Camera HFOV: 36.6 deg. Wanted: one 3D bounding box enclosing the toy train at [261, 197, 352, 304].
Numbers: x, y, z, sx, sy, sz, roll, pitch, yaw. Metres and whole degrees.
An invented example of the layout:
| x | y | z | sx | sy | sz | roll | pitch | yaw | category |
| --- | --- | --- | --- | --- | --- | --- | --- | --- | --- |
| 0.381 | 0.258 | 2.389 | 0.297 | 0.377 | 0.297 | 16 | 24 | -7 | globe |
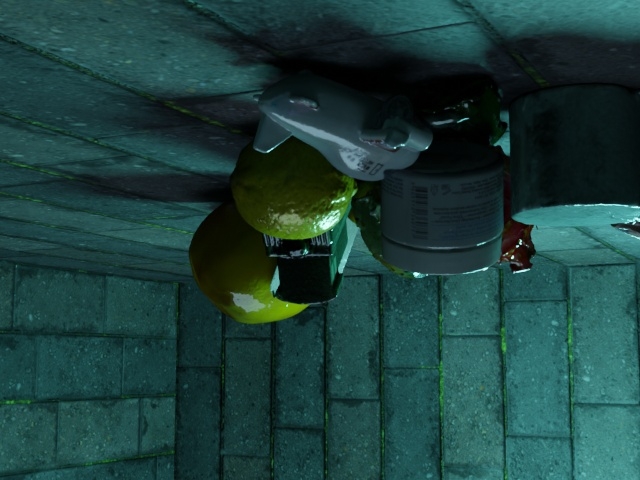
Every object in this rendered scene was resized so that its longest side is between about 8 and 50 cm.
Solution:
| x | y | z | sx | sy | sz | roll | pitch | yaw | category |
| --- | --- | --- | --- | --- | --- | --- | --- | --- | --- |
| -0.016 | -0.015 | 1.754 | 0.139 | 0.178 | 0.330 | -2 | -160 | 11 | toy train |

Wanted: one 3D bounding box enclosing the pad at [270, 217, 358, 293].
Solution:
| x | y | z | sx | sy | sz | roll | pitch | yaw | category |
| --- | --- | --- | --- | --- | --- | --- | --- | --- | --- |
| 0.000 | 0.000 | 1.988 | 0.176 | 0.266 | 0.002 | 6 | -159 | -39 | pad |

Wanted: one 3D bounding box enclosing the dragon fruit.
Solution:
| x | y | z | sx | sy | sz | roll | pitch | yaw | category |
| --- | --- | --- | --- | --- | --- | --- | --- | --- | --- |
| 0.258 | -0.051 | 1.597 | 0.268 | 0.205 | 0.210 | 40 | 179 | -22 | dragon fruit |

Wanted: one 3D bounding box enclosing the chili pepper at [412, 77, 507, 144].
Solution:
| x | y | z | sx | sy | sz | roll | pitch | yaw | category |
| --- | --- | --- | --- | --- | --- | --- | --- | --- | --- |
| 0.209 | -0.172 | 1.324 | 0.108 | 0.062 | 0.216 | -4 | 173 | 30 | chili pepper |

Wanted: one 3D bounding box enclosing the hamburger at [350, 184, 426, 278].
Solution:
| x | y | z | sx | sy | sz | roll | pitch | yaw | category |
| --- | --- | --- | --- | --- | --- | --- | --- | --- | --- |
| 0.190 | -0.028 | 1.790 | 0.168 | 0.192 | 0.288 | -28 | 158 | 25 | hamburger |

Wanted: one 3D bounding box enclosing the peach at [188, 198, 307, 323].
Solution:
| x | y | z | sx | sy | sz | roll | pitch | yaw | category |
| --- | --- | --- | --- | --- | --- | --- | --- | --- | --- |
| -0.121 | 0.037 | 2.113 | 0.308 | 0.289 | 0.289 | -33 | 178 | -10 | peach |

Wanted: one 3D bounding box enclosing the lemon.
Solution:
| x | y | z | sx | sy | sz | roll | pitch | yaw | category |
| --- | --- | --- | --- | --- | --- | --- | --- | --- | --- |
| -0.044 | -0.090 | 1.534 | 0.193 | 0.180 | 0.180 | -21 | 174 | -5 | lemon |

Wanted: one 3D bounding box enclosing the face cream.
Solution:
| x | y | z | sx | sy | sz | roll | pitch | yaw | category |
| --- | --- | --- | --- | --- | --- | --- | --- | --- | --- |
| 0.174 | -0.051 | 1.389 | 0.177 | 0.152 | 0.177 | -2 | -161 | 1 | face cream |

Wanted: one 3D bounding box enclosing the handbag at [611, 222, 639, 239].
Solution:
| x | y | z | sx | sy | sz | roll | pitch | yaw | category |
| --- | --- | --- | --- | --- | --- | --- | --- | --- | --- |
| 0.572 | -0.095 | 1.464 | 0.193 | 0.190 | 0.251 | 9 | 162 | -18 | handbag |

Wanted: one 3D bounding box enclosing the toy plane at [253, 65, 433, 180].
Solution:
| x | y | z | sx | sy | sz | roll | pitch | yaw | category |
| --- | --- | --- | --- | --- | --- | --- | --- | --- | --- |
| 0.028 | -0.145 | 1.247 | 0.252 | 0.118 | 0.252 | 14 | -179 | 0 | toy plane |

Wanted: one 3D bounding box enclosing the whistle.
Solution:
| x | y | z | sx | sy | sz | roll | pitch | yaw | category |
| --- | --- | --- | --- | --- | --- | --- | --- | --- | --- |
| 0.416 | -0.118 | 1.310 | 0.405 | 0.168 | 0.188 | -6 | 170 | 40 | whistle |

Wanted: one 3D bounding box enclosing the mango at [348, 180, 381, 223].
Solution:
| x | y | z | sx | sy | sz | roll | pitch | yaw | category |
| --- | --- | --- | --- | --- | --- | --- | --- | --- | --- |
| 0.110 | -0.080 | 1.922 | 0.111 | 0.089 | 0.163 | 4 | 162 | -31 | mango |
